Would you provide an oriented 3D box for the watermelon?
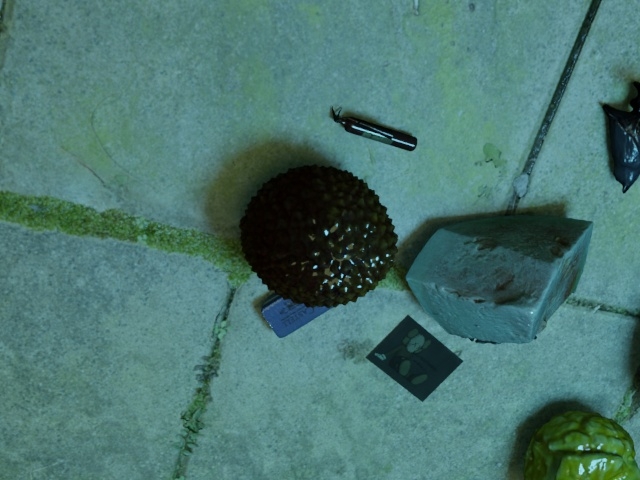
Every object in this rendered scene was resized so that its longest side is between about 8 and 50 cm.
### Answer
[{"bbox_3d":[0.362,0.088,1.522,0.387,0.258,0.228,-11,113,-8],"label":"watermelon"}]

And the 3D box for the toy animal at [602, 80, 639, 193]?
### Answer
[{"bbox_3d":[0.594,-0.196,1.562,0.117,0.121,0.210,11,117,0],"label":"toy animal"}]

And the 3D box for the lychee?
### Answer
[{"bbox_3d":[0.000,0.000,1.383,0.267,0.267,0.267,-6,114,-14],"label":"lychee"}]

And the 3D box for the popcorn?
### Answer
[{"bbox_3d":[0.581,0.508,1.772,0.247,0.282,0.282,-4,114,-1],"label":"popcorn"}]

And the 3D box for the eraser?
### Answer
[{"bbox_3d":[-0.005,0.098,1.544,0.225,0.036,0.082,-31,116,-1],"label":"eraser"}]

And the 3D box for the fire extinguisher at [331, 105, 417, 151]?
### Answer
[{"bbox_3d":[0.098,-0.195,1.440,0.173,0.049,0.035,14,116,-21],"label":"fire extinguisher"}]

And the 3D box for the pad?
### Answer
[{"bbox_3d":[0.201,0.252,1.690,0.127,0.004,0.190,-47,117,7],"label":"pad"}]
